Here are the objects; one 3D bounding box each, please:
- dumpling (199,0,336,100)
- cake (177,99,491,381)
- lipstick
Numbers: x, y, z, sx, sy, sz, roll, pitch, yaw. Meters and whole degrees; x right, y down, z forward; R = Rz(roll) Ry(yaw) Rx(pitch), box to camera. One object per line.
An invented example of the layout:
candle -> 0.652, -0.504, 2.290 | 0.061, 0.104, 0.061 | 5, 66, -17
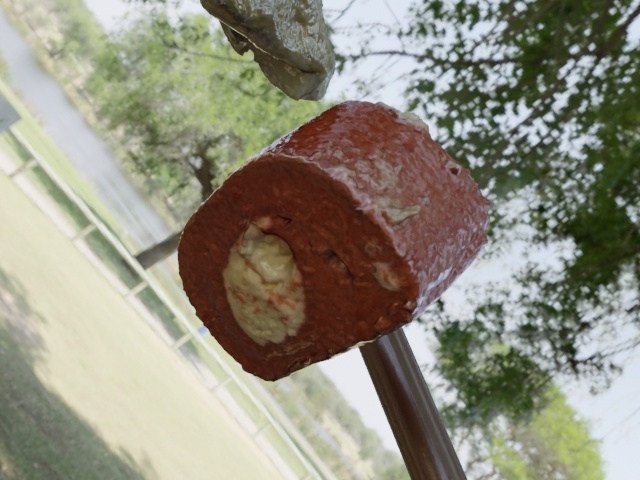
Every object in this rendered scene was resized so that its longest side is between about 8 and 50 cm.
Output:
dumpling -> -0.072, -0.285, 0.688 | 0.086, 0.166, 0.332 | -44, 135, -68
cake -> 0.000, 0.000, 0.696 | 0.283, 0.151, 0.177 | -31, -86, 49
lipstick -> 0.075, 0.129, 0.887 | 0.057, 0.057, 0.357 | 64, 3, -56
